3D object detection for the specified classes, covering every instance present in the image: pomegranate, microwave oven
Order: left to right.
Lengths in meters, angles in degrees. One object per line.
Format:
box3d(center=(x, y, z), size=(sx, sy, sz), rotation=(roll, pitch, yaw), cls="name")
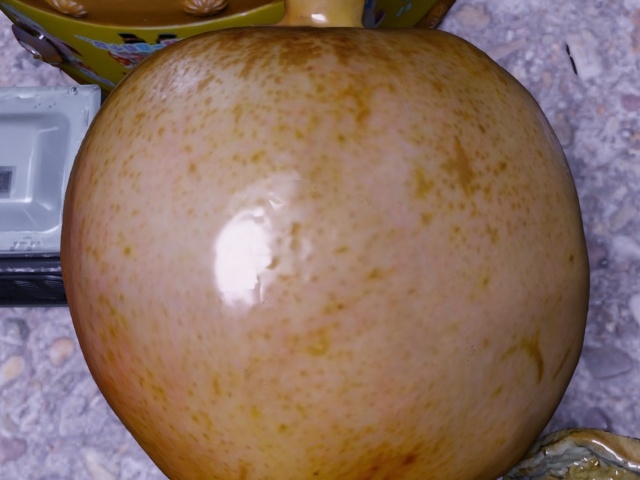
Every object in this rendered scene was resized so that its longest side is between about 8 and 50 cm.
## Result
box3d(center=(-0.235, -0.020, 0.687), size=(0.208, 0.162, 0.123), rotation=(-1, 75, 4), cls="microwave oven")
box3d(center=(0.000, 0.000, 0.562), size=(0.319, 0.319, 0.319), rotation=(-2, 74, 8), cls="pomegranate")

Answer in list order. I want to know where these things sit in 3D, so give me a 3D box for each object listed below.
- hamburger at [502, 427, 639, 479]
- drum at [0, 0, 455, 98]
box3d(center=(0.173, 0.193, 0.568), size=(0.184, 0.159, 0.131), rotation=(16, 62, 4), cls="hamburger")
box3d(center=(-0.081, -0.303, 0.717), size=(0.431, 0.214, 0.431), rotation=(-2, 75, 8), cls="drum")
